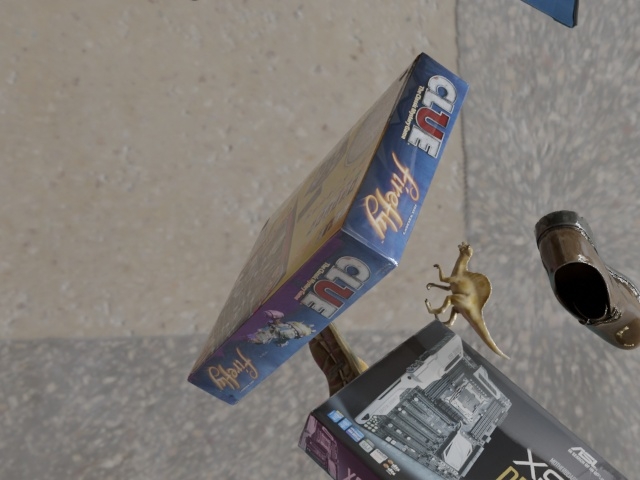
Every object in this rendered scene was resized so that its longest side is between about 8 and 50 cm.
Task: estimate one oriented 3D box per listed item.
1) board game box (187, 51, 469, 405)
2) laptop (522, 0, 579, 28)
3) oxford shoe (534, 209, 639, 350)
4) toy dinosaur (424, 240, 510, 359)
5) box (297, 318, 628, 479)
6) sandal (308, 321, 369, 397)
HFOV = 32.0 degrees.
[{"bbox_3d":[0.000,0.000,0.770,0.042,0.243,0.165,33,52,-10],"label":"board game box"},{"bbox_3d":[0.028,-0.332,1.129,0.408,0.382,0.236,-20,67,3],"label":"laptop"},{"bbox_3d":[0.315,0.072,1.290,0.083,0.096,0.227,-28,128,26],"label":"oxford shoe"},{"bbox_3d":[0.198,0.086,1.554,0.093,0.053,0.183,-20,68,17],"label":"toy dinosaur"},{"bbox_3d":[0.167,0.261,1.304,0.307,0.242,0.076,41,138,22],"label":"box"},{"bbox_3d":[0.039,0.184,1.486,0.072,0.049,0.180,-43,60,36],"label":"sandal"}]
